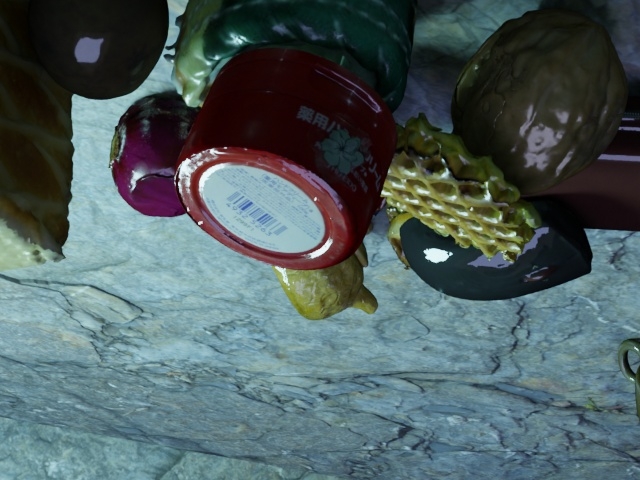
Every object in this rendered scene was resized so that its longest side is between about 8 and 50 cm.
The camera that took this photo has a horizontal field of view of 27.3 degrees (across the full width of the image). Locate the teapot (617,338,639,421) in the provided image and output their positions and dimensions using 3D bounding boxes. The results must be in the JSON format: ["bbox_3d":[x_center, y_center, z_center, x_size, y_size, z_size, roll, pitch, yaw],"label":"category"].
[{"bbox_3d":[0.651,0.246,2.379,0.267,0.185,0.175,22,133,40],"label":"teapot"}]

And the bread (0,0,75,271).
[{"bbox_3d":[-0.476,-0.170,1.523,0.279,0.371,0.390,-14,146,18],"label":"bread"}]

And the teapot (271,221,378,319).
[{"bbox_3d":[0.000,0.000,2.033,0.167,0.203,0.311,-28,117,2],"label":"teapot"}]

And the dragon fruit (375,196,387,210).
[{"bbox_3d":[-0.011,-0.097,1.751,0.224,0.224,0.227,16,178,-18],"label":"dragon fruit"}]

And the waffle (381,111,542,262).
[{"bbox_3d":[0.150,-0.058,1.570,0.237,0.059,0.243,29,164,-2],"label":"waffle"}]

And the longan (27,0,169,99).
[{"bbox_3d":[-0.259,-0.254,1.545,0.167,0.167,0.187,4,125,7],"label":"longan"}]

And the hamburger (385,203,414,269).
[{"bbox_3d":[0.199,-0.019,1.991,0.213,0.108,0.214,7,154,3],"label":"hamburger"}]

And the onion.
[{"bbox_3d":[-0.194,-0.107,1.900,0.218,0.140,0.195,12,148,-17],"label":"onion"}]

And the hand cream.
[{"bbox_3d":[-0.038,-0.083,1.434,0.230,0.149,0.230,17,149,10],"label":"hand cream"}]

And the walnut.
[{"bbox_3d":[0.258,-0.162,1.556,0.198,0.198,0.245,16,122,-17],"label":"walnut"}]

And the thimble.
[{"bbox_3d":[-0.033,-0.236,1.525,0.288,0.167,0.254,-4,152,21],"label":"thimble"}]

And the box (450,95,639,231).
[{"bbox_3d":[0.371,-0.102,1.762,0.403,0.108,0.263,4,156,9],"label":"box"}]

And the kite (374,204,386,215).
[{"bbox_3d":[0.068,-0.058,2.064,0.122,0.004,0.090,-3,152,21],"label":"kite"}]

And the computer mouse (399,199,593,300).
[{"bbox_3d":[0.237,0.026,1.832,0.269,0.100,0.170,-9,154,30],"label":"computer mouse"}]
